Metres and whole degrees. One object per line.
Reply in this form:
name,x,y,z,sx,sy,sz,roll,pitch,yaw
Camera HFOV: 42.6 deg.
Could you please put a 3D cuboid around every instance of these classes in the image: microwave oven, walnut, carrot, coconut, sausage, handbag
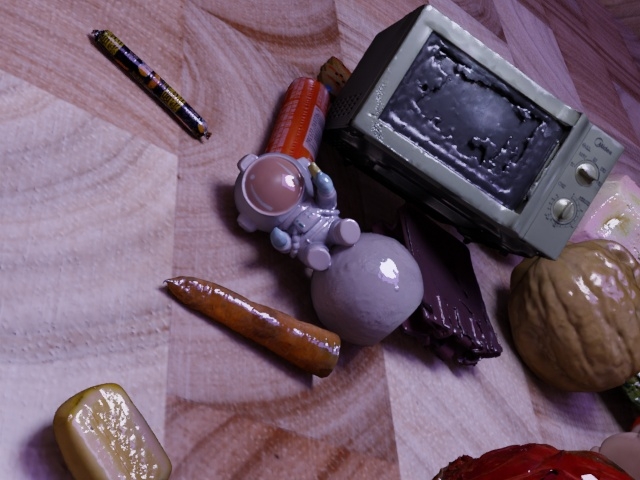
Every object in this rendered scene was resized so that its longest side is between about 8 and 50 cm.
microwave oven,0.202,-0.140,1.216,0.354,0.219,0.286,32,-3,-13
walnut,0.430,0.124,1.339,0.257,0.257,0.224,48,2,-5
carrot,-0.080,0.089,0.937,0.224,0.057,0.057,29,40,-21
coconut,0.548,-0.016,1.594,0.245,0.233,0.233,47,35,-9
sausage,-0.215,-0.201,1.054,0.198,0.025,0.028,43,33,-11
handbag,0.166,0.071,1.192,0.203,0.074,0.216,28,41,-44
sausage,-0.032,-0.165,1.193,0.074,0.074,0.274,37,37,-20

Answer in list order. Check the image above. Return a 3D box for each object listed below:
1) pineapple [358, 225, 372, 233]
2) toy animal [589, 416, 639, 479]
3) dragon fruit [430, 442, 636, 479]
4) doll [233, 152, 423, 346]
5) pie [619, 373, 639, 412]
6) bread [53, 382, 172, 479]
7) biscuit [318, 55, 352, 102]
pineapple,0.057,-0.004,1.195,0.083,0.019,0.045,15,45,-45
toy animal,0.548,0.353,1.314,0.197,0.171,0.171,-10,67,-37
dragon fruit,0.229,0.347,0.836,0.295,0.296,0.301,41,-2,-15
doll,0.000,0.000,1.034,0.287,0.151,0.151,46,34,3
pie,0.605,0.257,1.521,0.277,0.078,0.277,42,24,-24
bread,-0.186,0.184,0.713,0.115,0.056,0.082,56,34,-6
biscuit,0.037,-0.263,1.407,0.119,0.019,0.130,53,35,2
